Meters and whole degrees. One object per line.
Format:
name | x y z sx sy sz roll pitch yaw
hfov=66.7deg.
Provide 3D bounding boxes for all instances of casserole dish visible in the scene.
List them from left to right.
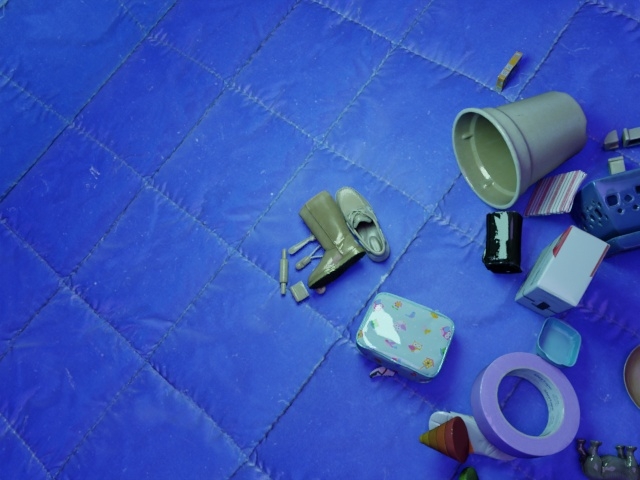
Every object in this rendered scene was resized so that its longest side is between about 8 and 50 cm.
casserole dish | 0.690 0.301 1.419 0.114 0.037 0.188 32 42 17

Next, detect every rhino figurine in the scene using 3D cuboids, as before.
rhino figurine | 0.829 0.612 1.320 0.243 0.073 0.106 5 71 12

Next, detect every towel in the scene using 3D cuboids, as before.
towel | 0.726 -0.139 1.517 0.029 0.197 0.144 31 81 -11

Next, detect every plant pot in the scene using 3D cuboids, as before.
plant pot | 0.639 -0.311 1.531 0.305 0.334 0.334 -25 70 -8
plant pot | 0.906 -0.077 1.432 0.236 0.236 0.212 -14 77 7
plant pot | 0.982 0.397 1.374 0.236 0.032 0.236 -3 72 10

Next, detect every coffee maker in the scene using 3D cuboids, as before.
coffee maker | 0.571 0.000 1.505 0.120 0.171 0.178 3 74 12

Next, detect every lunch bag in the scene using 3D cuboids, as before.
lunch bag | 0.265 0.294 1.502 0.279 0.108 0.224 22 62 14

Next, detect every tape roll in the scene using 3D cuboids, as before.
tape roll | 0.570 0.460 1.367 0.274 0.090 0.275 2 60 -3

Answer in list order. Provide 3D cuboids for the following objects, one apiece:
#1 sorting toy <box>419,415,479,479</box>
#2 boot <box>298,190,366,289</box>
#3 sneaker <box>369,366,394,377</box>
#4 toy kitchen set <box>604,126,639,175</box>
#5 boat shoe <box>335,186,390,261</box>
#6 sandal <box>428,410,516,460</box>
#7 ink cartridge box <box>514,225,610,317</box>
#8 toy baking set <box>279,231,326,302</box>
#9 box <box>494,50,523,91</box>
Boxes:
sorting toy | 0.364 0.674 1.357 0.126 0.127 0.366 -14 91 32
boot | 0.000 0.000 1.649 0.236 0.089 0.269 -35 64 5
sneaker | 0.206 0.412 1.526 0.109 0.040 0.044 -23 72 4
toy kitchen set | 1.027 -0.269 1.542 0.207 0.122 0.166 -10 71 30
boat shoe | 0.140 -0.069 1.653 0.109 0.098 0.302 -28 70 2
sandal | 0.442 0.565 1.416 0.265 0.076 0.102 17 97 6
ink cartridge box | 0.683 0.099 1.401 0.114 0.273 0.197 31 82 15
toy baking set | -0.049 0.085 1.686 0.196 0.030 0.256 -6 72 7
box | 0.668 -0.599 1.714 0.028 0.081 0.136 37 84 19
